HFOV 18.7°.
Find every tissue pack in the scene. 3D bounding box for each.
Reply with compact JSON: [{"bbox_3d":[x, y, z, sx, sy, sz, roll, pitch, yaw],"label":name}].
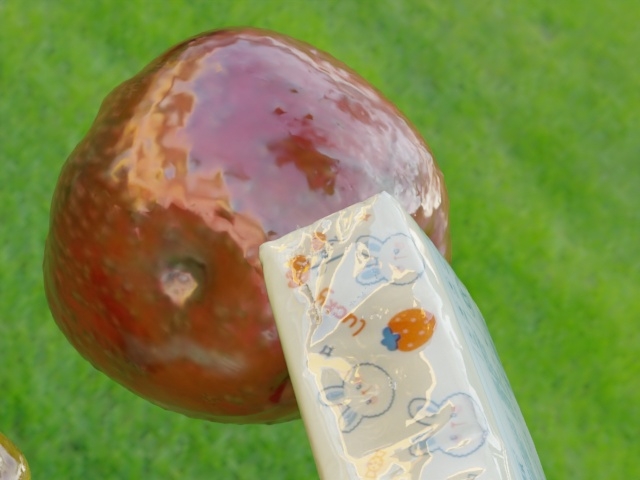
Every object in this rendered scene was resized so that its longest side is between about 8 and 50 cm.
[{"bbox_3d":[0.050,0.097,0.940,0.148,0.092,0.196,53,14,-51],"label":"tissue pack"}]

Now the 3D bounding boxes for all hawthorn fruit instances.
[{"bbox_3d":[-0.040,-0.003,1.289,0.300,0.275,0.275,27,19,33],"label":"hawthorn fruit"}]

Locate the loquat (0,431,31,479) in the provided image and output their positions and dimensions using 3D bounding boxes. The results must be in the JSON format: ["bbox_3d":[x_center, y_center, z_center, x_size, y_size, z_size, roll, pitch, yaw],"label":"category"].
[{"bbox_3d":[-0.257,0.155,1.244,0.137,0.137,0.113,34,51,-20],"label":"loquat"}]
